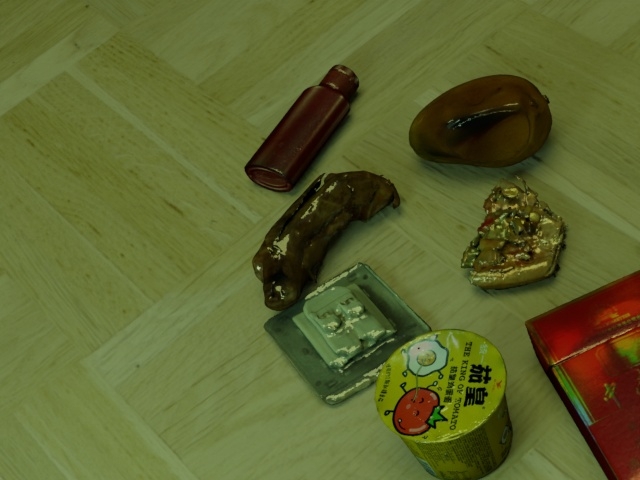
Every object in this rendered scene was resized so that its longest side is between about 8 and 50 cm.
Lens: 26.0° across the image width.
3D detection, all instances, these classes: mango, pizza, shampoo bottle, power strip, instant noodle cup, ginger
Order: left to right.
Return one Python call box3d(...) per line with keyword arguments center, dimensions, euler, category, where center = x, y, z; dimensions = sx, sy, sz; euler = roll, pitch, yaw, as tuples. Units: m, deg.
box3d(center=(-0.022, -0.197, 2.399), dimensions=(0.102, 0.064, 0.260), euler=(15, 56, 35), category="shampoo bottle")
box3d(center=(-0.008, -0.010, 2.200), dimensions=(0.133, 0.107, 0.309), euler=(38, 67, 21), category="ginger")
box3d(center=(0.034, 0.126, 2.086), dimensions=(0.198, 0.064, 0.213), euler=(-33, 45, -13), category="power strip")
box3d(center=(0.178, 0.234, 1.877), dimensions=(0.182, 0.144, 0.182), euler=(-12, 47, 13), category="instant noodle cup")
box3d(center=(0.256, -0.189, 2.241), dimensions=(0.236, 0.136, 0.166), euler=(-12, 32, 17), category="mango")
box3d(center=(0.300, -0.018, 2.112), dimensions=(0.147, 0.069, 0.226), euler=(4, 51, 26), category="pizza")

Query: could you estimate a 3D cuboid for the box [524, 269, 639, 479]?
box3d(center=(0.429, 0.196, 1.854), dimensions=(0.197, 0.089, 0.313), euler=(-25, 45, 0), category="box")
